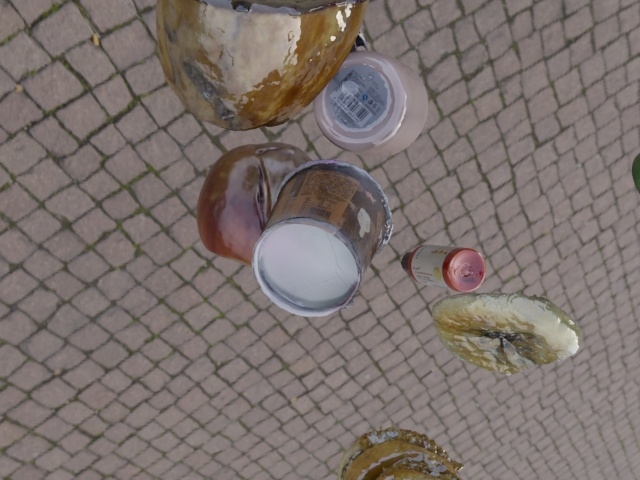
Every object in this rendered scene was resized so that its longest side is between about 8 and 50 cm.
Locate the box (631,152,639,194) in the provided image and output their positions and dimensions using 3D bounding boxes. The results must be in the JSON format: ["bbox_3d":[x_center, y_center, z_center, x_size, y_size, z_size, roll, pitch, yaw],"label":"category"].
[{"bbox_3d":[0.554,-0.015,0.721,0.253,0.328,0.178,-26,174,-38],"label":"box"}]

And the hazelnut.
[{"bbox_3d":[-0.139,-0.084,1.591,0.373,0.315,0.372,-1,126,-1],"label":"hazelnut"}]

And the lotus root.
[{"bbox_3d":[-0.128,-0.304,0.916,0.316,0.316,0.250,1,134,-27],"label":"lotus root"}]

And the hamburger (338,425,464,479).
[{"bbox_3d":[0.145,0.457,1.086,0.245,0.211,0.260,-21,95,2],"label":"hamburger"}]

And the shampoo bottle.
[{"bbox_3d":[0.287,0.063,1.532,0.105,0.278,0.104,-1,92,-20],"label":"shampoo bottle"}]

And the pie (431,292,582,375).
[{"bbox_3d":[0.253,0.128,0.905,0.185,0.052,0.218,31,151,-7],"label":"pie"}]

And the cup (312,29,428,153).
[{"bbox_3d":[0.081,-0.278,1.133,0.192,0.200,0.252,-15,93,18],"label":"cup"}]

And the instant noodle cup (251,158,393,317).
[{"bbox_3d":[0.000,0.000,1.012,0.218,0.207,0.217,6,117,11],"label":"instant noodle cup"}]
